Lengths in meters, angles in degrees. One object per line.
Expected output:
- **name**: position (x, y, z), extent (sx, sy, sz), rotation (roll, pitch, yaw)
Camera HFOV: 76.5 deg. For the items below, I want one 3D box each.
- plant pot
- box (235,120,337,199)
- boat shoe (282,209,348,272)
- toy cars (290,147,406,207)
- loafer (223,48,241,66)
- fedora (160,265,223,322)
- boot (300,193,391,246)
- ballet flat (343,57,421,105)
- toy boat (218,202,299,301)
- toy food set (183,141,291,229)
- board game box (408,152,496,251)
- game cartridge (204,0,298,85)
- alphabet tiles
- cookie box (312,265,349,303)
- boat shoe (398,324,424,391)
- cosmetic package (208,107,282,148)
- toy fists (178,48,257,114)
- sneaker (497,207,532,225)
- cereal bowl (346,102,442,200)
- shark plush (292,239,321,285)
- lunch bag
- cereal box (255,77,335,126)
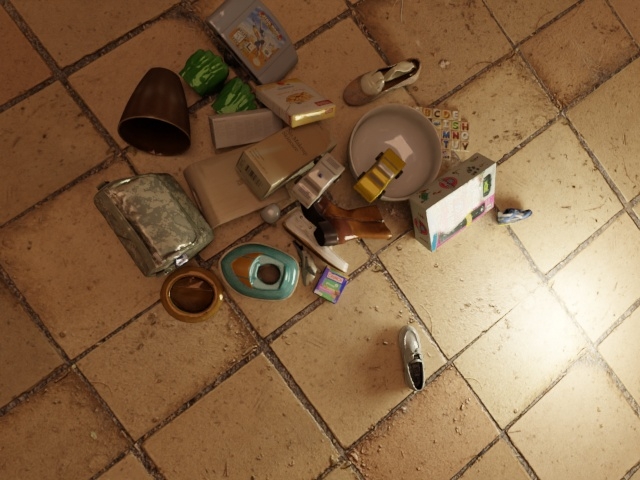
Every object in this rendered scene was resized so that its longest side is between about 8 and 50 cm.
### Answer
- **plant pot**: position (-0.519, -0.429, 1.309), extent (0.215, 0.215, 0.230), rotation (2, 71, -9)
- **box**: position (-0.109, -0.283, 1.346), extent (0.311, 0.121, 0.148), rotation (-40, 92, -30)
- **boat shoe**: position (0.000, 0.000, 1.398), extent (0.277, 0.098, 0.096), rotation (40, 80, -3)
- **toy cars**: position (0.098, -0.208, 1.297), extent (0.393, 0.087, 0.176), rotation (-6, 85, -9)
- **loafer**: position (-0.277, -0.718, 1.429), extent (0.078, 0.076, 0.223), rotation (16, 87, -13)
- **fedora**: position (-0.417, 0.174, 1.323), extent (0.194, 0.079, 0.194), rotation (1, 87, -18)
- **boot**: position (0.089, -0.109, 1.402), extent (0.280, 0.096, 0.264), rotation (-9, 56, -29)
- **ballet flat**: position (0.230, -0.593, 1.484), extent (0.316, 0.106, 0.107), rotation (-28, 90, -10)
- **toy boat**: position (-0.191, 0.038, 1.338), extent (0.267, 0.148, 0.318), rotation (11, 84, -8)
- **toy food set**: position (-0.278, -0.187, 1.383), extent (0.306, 0.092, 0.220), rotation (-23, 87, -18)
- **board game box**: position (0.466, -0.132, 1.425), extent (0.303, 0.224, 0.097), rotation (-33, 47, -9)
- **game cartridge**: position (-0.219, -0.686, 1.389), extent (0.198, 0.062, 0.297), rotation (-48, 117, -6)
- **alphabet tiles**: position (0.461, -0.408, 1.556), extent (0.237, 0.009, 0.198), rotation (3, 84, -9)
- **cookie box**: position (0.036, 0.154, 1.420), extent (0.092, 0.040, 0.107), rotation (29, 80, -5)
- **boat shoe**: position (0.330, 0.414, 1.426), extent (0.079, 0.081, 0.227), rotation (-6, 86, -10)
- **cosmetic package**: position (-0.247, -0.382, 1.365), extent (0.239, 0.060, 0.099), rotation (-15, 126, -23)
- **toy fists**: position (-0.339, -0.522, 1.390), extent (0.142, 0.096, 0.279), rotation (-45, 94, 2)
- **sneaker**: position (0.744, -0.101, 1.555), extent (0.144, 0.053, 0.059), rotation (-17, 86, -12)
- **cereal bowl**: position (0.248, -0.298, 1.444), extent (0.339, 0.141, 0.339), rotation (1, 85, -10)
- **shark plush**: position (-0.062, 0.076, 1.406), extent (0.067, 0.073, 0.161), rotation (-27, 95, 19)
- **lunch bag**: position (-0.500, -0.044, 1.215), extent (0.212, 0.256, 0.305), rotation (-34, 93, 13)
- **cereal box**: position (-0.086, -0.468, 1.364), extent (0.173, 0.047, 0.240), rotation (-24, 51, -28)
